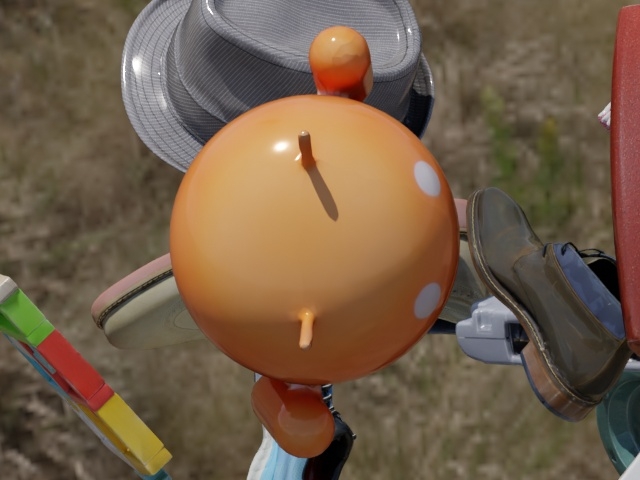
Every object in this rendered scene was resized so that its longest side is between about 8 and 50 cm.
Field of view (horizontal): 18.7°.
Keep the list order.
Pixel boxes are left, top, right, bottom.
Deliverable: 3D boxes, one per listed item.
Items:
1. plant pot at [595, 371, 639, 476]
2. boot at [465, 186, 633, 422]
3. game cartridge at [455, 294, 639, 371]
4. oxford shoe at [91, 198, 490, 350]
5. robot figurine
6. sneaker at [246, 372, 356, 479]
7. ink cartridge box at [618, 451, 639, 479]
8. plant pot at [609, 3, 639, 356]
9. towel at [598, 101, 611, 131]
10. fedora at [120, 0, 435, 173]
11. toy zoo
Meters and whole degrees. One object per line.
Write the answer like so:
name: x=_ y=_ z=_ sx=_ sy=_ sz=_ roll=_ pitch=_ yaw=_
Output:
plant pot: x=0.416 y=0.174 z=2.046 sx=0.196 sy=0.293 sz=0.293 roll=-25 pitch=34 yaw=-32
boot: x=0.190 y=0.023 z=1.513 sx=0.082 sy=0.106 sz=0.219 roll=8 pitch=47 yaw=-39
game cartridge: x=0.287 y=0.060 z=1.653 sx=0.294 sy=0.060 sz=0.196 roll=0 pitch=18 yaw=43
oxford shoe: x=-0.029 y=0.066 z=1.894 sx=0.397 sy=0.140 sz=0.146 roll=-13 pitch=73 yaw=9
robot figurine: x=0.000 y=0.002 z=0.870 sx=0.158 sy=0.128 sz=0.219 roll=-46 pitch=-3 yaw=2
sneaker: x=-0.001 y=0.119 z=1.300 sx=0.073 sy=0.162 sz=0.063 roll=-9 pitch=-18 yaw=43
ink cartridge box: x=0.254 y=0.266 z=1.343 sx=0.197 sy=0.270 sz=0.198 roll=37 pitch=86 yaw=11
plant pot: x=0.342 y=0.000 z=1.282 sx=0.267 sy=0.267 sz=0.235 roll=-2 pitch=61 yaw=43
towel: x=0.345 y=-0.096 z=1.624 sx=0.144 sy=0.197 sz=0.029 roll=-51 pitch=18 yaw=7
fedora: x=-0.025 y=-0.162 z=1.656 sx=0.275 sy=0.124 sz=0.243 roll=11 pitch=57 yaw=-9
toy zoo: x=-0.251 y=0.147 z=2.000 sx=0.030 sy=0.293 sz=0.192 roll=-44 pitch=15 yaw=-13
